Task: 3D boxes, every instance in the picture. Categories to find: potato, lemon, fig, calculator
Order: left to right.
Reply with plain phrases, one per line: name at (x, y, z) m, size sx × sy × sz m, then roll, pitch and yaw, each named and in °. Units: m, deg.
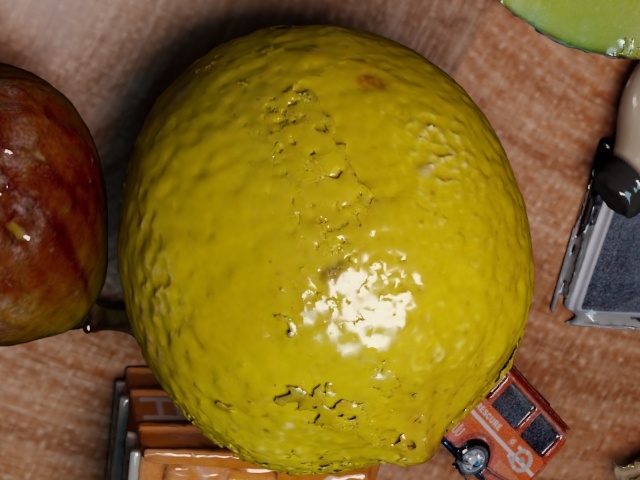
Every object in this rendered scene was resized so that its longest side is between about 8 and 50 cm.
fig at (-0.188, 0.003, 1.057) m, size 0.170 × 0.145 × 0.274 m, roll -60°, pitch 146°, yaw -13°
lemon at (0.000, 0.000, 1.038) m, size 0.257 × 0.310 × 0.258 m, roll -10°, pitch 154°, yaw -5°
potato at (0.174, -0.196, 1.133) m, size 0.197 × 0.054 × 0.119 m, roll 12°, pitch 110°, yaw -20°
calculator at (0.321, 0.003, 1.296) m, size 0.274 × 0.028 × 0.166 m, roll 5°, pitch 116°, yaw -20°

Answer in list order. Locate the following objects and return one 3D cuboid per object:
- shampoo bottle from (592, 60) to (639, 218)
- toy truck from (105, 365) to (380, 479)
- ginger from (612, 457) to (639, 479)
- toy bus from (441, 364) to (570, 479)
shampoo bottle at (0.302, -0.109, 1.194) m, size 0.257 × 0.078 × 0.127 m, roll -39°, pitch 98°, yaw -7°
toy truck at (-0.073, 0.284, 1.209) m, size 0.206 × 0.173 × 0.388 m, roll 3°, pitch 111°, yaw -14°
ginger at (0.307, 0.291, 1.394) m, size 0.122 × 0.084 × 0.290 m, roll -21°, pitch 121°, yaw -17°
toy bus at (0.092, 0.099, 1.238) m, size 0.096 × 0.073 × 0.235 m, roll -44°, pitch 122°, yaw -6°
